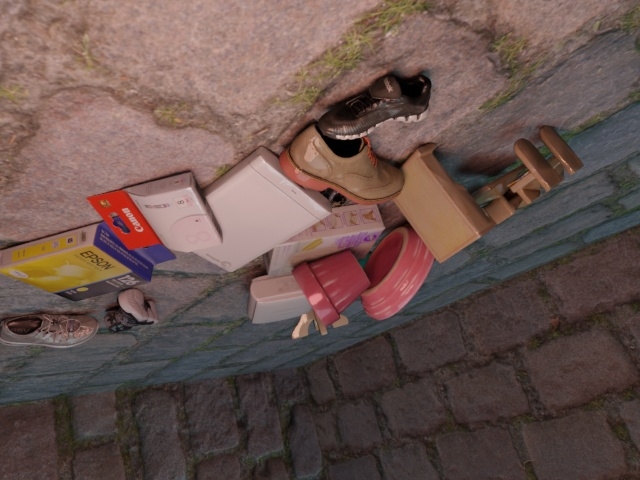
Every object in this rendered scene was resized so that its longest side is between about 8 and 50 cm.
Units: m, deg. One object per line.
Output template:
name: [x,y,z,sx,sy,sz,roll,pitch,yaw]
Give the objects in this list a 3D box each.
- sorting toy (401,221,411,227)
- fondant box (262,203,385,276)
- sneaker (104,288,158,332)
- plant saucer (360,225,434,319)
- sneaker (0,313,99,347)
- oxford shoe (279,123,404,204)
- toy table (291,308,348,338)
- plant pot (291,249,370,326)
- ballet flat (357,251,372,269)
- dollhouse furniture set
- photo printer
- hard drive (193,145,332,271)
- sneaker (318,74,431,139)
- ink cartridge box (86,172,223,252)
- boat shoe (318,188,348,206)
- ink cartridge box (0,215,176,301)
sorting toy: [0.316,-0.020,1.569,0.133,0.046,0.274,-1,153,-32]
fondant box: [0.000,0.000,1.343,0.331,0.096,0.238,-11,157,-15]
sneaker: [-0.644,0.240,1.458,0.153,0.101,0.268,-16,160,-6]
plant saucer: [0.220,0.083,1.374,0.084,0.332,0.332,33,140,-12]
sneaker: [-0.862,0.285,1.413,0.282,0.105,0.115,-1,154,-31]
oxford shoe: [0.085,-0.167,0.981,0.349,0.122,0.130,3,146,-41]
toy table: [-0.014,0.316,1.922,0.275,0.160,0.252,-15,177,3]
plant pot: [0.040,0.127,1.317,0.180,0.201,0.201,-31,158,-3]
ballet flat: [0.071,0.072,1.538,0.281,0.096,0.095,-18,133,-45]
dollhouse furniture set: [0.408,-0.148,1.207,0.394,0.256,0.362,-27,167,-35]
photo printer: [-0.140,0.214,1.621,0.256,0.107,0.307,-9,156,-18]
hard drive: [-0.182,-0.055,1.063,0.353,0.047,0.233,-29,133,29]
sneaker: [0.107,-0.261,0.835,0.235,0.078,0.106,-16,155,-10]
ink cartridge box: [-0.357,-0.041,0.976,0.233,0.066,0.189,-16,139,-1]
boat shoe: [0.030,-0.111,1.117,0.065,0.083,0.183,-14,158,-6]
ink cartridge box: [-0.570,0.060,1.137,0.308,0.072,0.303,-14,157,0]
